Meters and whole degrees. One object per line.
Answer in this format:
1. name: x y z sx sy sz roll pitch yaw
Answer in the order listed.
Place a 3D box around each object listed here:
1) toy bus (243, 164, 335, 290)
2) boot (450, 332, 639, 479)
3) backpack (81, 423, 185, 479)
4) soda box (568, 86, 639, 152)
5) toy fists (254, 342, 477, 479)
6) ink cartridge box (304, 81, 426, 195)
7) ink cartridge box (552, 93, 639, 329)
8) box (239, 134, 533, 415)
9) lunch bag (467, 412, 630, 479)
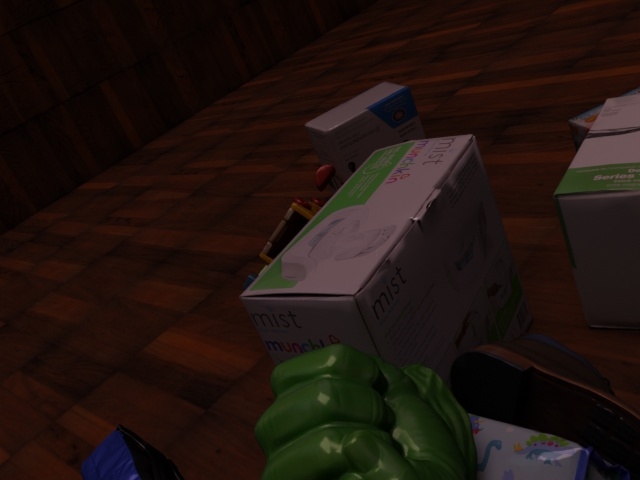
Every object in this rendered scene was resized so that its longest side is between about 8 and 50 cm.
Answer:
1. toy bus: -0.006 0.005 1.016 0.202 0.104 0.191 -49 -12 -33
2. boot: 0.223 0.134 0.553 0.219 0.082 0.106 30 30 34
3. backpack: -0.175 0.260 0.672 0.101 0.098 0.120 -52 38 -8
4. soda box: 0.462 -0.182 1.015 0.183 0.058 0.063 -24 24 -1
5. toy fists: 0.057 0.183 0.399 0.142 0.279 0.096 5 -41 -42
6. ink cartridge box: 0.088 -0.114 1.056 0.148 0.203 0.086 -31 27 -14
7. ink cartridge box: 0.329 -0.038 0.719 0.093 0.160 0.219 -2 33 39
8. box: 0.084 0.064 0.656 0.127 0.231 0.262 -4 32 38
9. lunch bag: 0.128 0.209 0.487 0.129 0.096 0.151 2 65 47
